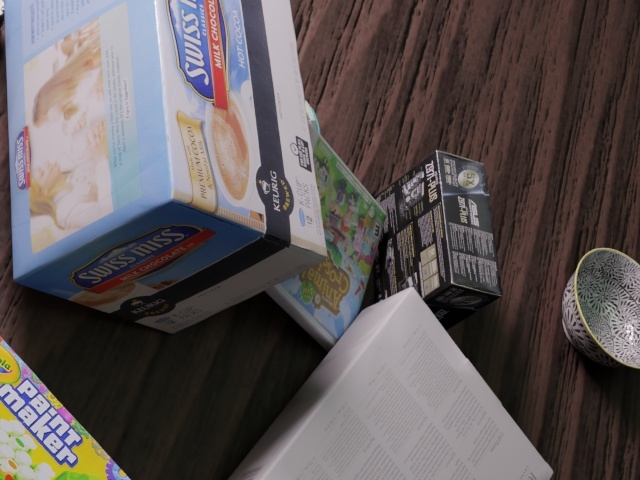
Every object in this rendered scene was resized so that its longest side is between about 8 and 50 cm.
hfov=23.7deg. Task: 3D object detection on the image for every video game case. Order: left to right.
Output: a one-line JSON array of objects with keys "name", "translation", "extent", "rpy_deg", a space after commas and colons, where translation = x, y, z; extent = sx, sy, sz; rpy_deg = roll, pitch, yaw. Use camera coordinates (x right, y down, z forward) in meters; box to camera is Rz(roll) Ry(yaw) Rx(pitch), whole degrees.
[{"name": "video game case", "translation": [0.000, 0.000, 1.712], "extent": [0.212, 0.023, 0.193], "rpy_deg": [47, 52, -49]}]

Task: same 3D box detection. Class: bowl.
[{"name": "bowl", "translation": [0.371, 0.103, 1.998], "extent": [0.170, 0.080, 0.170], "rpy_deg": [19, 54, -28]}]

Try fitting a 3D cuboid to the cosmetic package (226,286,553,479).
[{"name": "cosmetic package", "translation": [0.072, 0.274, 1.635], "extent": [0.284, 0.097, 0.377], "rpy_deg": [51, 45, -9]}]

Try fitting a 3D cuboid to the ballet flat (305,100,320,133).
[{"name": "ballet flat", "translation": [-0.038, -0.073, 1.789], "extent": [0.079, 0.077, 0.221], "rpy_deg": [8, 65, -33]}]

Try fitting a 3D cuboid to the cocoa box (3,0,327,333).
[{"name": "cocoa box", "translation": [-0.168, -0.119, 1.572], "extent": [0.228, 0.231, 0.347], "rpy_deg": [23, 51, -47]}]

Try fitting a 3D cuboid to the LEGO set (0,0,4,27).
[{"name": "LEGO set", "translation": [-0.322, -0.312, 1.689], "extent": [0.087, 0.093, 0.227], "rpy_deg": [51, 46, -2]}]

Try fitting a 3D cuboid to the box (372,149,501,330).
[{"name": "box", "translation": [0.133, 0.008, 1.821], "extent": [0.077, 0.147, 0.180], "rpy_deg": [14, 56, -31]}]

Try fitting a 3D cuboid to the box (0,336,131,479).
[{"name": "box", "translation": [-0.315, 0.273, 1.294], "extent": [0.290, 0.177, 0.279], "rpy_deg": [49, 46, -3]}]
